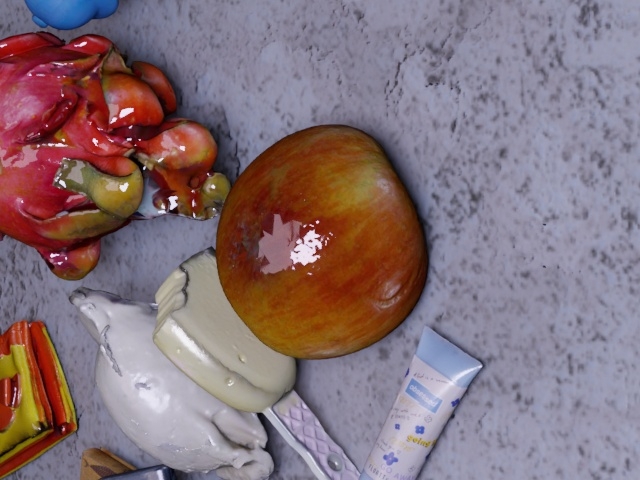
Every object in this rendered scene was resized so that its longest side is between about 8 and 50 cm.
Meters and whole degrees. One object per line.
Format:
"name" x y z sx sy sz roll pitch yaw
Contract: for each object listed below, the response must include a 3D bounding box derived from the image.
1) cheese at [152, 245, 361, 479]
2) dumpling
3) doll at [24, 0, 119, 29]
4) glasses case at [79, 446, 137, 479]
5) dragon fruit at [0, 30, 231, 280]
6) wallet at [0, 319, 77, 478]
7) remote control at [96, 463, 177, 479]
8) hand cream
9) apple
"cheese" -0.051 0.123 1.219 0.255 0.127 0.050 51 125 7
"dumpling" -0.139 0.135 1.302 0.247 0.142 0.172 47 156 4
"doll" -0.176 -0.353 1.349 0.363 0.145 0.199 -53 14 17
"glasses case" -0.172 0.264 1.380 0.170 0.041 0.065 22 112 41
"dragon fruit" -0.238 -0.095 1.337 0.307 0.227 0.243 -25 76 35
"wallet" -0.372 0.192 1.546 0.241 0.067 0.141 -35 64 36
"remote control" -0.131 0.399 1.303 0.107 0.044 0.378 -19 83 47
"hand cream" 0.075 0.160 1.168 0.065 0.043 0.171 33 105 32
"apple" 0.000 0.000 1.182 0.173 0.160 0.195 -31 73 13
